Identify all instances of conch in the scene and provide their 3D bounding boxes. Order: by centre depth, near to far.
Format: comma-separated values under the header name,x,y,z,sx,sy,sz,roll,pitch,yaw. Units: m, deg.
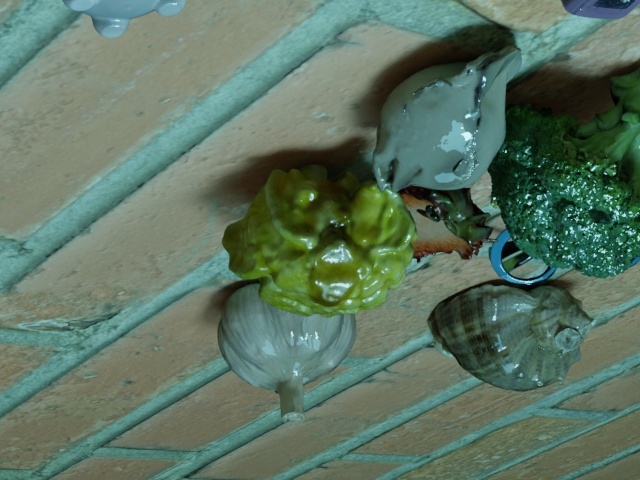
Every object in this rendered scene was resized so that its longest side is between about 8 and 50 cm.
name,x,y,z,sx,sy,sz,roll,pitch,yaw
conch,0.304,0.167,2.655,0.291,0.159,0.210,-26,155,34

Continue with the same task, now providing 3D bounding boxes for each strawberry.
name,x,y,z,sx,sy,sz,roll,pitch,yaw
strawberry,0.124,-0.043,2.189,0.208,0.087,0.167,2,151,44

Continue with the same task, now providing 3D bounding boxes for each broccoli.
name,x,y,z,sx,sy,sz,roll,pitch,yaw
broccoli,0.332,-0.088,2.001,0.270,0.270,0.270,-49,148,8

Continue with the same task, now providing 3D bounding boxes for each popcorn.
name,x,y,z,sx,sy,sz,roll,pitch,yaw
popcorn,0.004,-0.003,2.054,0.235,0.181,0.217,11,164,-18

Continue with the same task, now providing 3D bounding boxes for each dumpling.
name,x,y,z,sx,sy,sz,roll,pitch,yaw
dumpling,0.158,-0.144,1.915,0.247,0.142,0.172,-43,178,41

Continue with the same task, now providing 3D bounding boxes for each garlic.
name,x,y,z,sx,sy,sz,roll,pitch,yaw
garlic,-0.045,0.171,2.422,0.218,0.212,0.218,-6,153,-3

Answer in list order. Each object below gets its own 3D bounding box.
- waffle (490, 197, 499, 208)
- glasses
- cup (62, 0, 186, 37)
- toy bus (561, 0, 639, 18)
name,x,y,z,sx,sy,sz,roll,pitch,yaw
waffle,0.281,-0.061,2.283,0.085,0.016,0.078,10,150,-43
glasses,0.350,0.024,2.406,0.239,0.102,0.207,-9,157,-7
cup,-0.164,-0.255,1.430,0.134,0.142,0.173,-26,155,29
toy bus,0.304,-0.302,1.596,0.096,0.108,0.199,0,155,-28
